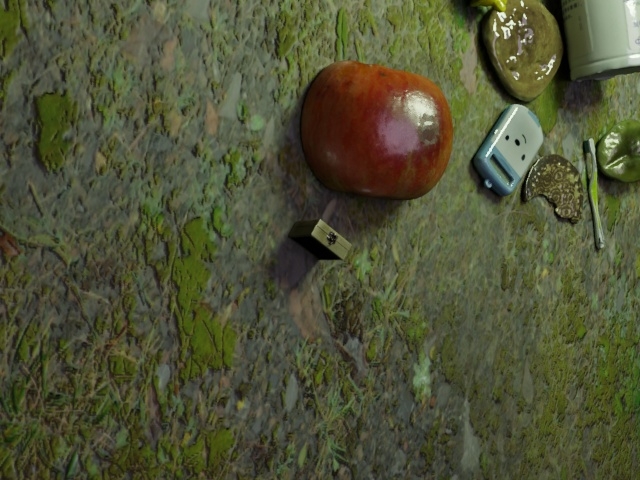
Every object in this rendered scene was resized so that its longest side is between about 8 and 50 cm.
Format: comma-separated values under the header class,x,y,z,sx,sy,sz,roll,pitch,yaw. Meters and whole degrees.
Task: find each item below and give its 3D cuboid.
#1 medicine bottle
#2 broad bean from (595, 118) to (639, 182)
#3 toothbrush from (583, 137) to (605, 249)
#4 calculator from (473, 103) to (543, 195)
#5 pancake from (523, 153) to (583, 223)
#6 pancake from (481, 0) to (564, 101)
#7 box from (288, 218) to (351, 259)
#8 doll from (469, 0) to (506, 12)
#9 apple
class,x,y,z,sx,sy,sz,roll,pitch,yaw
medicine bottle,0.631,-0.532,1.560,0.189,0.190,0.333,-12,96,-32
broad bean,0.749,-0.215,1.697,0.206,0.072,0.153,-6,80,-31
toothbrush,0.645,-0.108,1.655,0.022,0.026,0.263,-11,95,-26
calculator,0.399,-0.190,1.494,0.121,0.039,0.210,45,68,-22
pancake,0.529,-0.104,1.586,0.184,0.020,0.191,-42,109,-27
pancake,0.445,-0.416,1.521,0.241,0.050,0.242,1,89,-31
box,0.000,0.000,1.209,0.079,0.083,0.035,38,70,-25
doll,0.299,-0.558,1.406,0.098,0.135,0.241,-41,111,4
apple,0.130,-0.198,1.251,0.292,0.163,0.252,5,87,-34
